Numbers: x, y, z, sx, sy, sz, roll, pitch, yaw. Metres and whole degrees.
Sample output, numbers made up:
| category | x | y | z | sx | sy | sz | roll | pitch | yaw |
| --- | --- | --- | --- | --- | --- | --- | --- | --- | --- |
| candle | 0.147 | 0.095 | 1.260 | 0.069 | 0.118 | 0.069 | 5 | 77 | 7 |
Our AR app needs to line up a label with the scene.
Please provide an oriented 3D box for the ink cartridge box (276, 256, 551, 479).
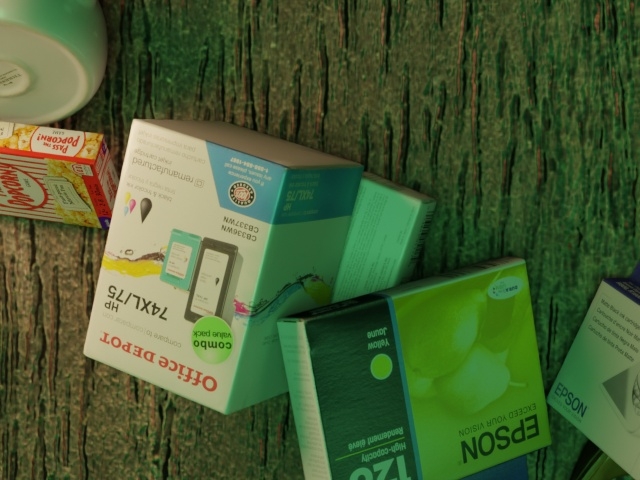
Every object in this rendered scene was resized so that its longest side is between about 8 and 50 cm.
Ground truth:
| category | x | y | z | sx | sy | sz | roll | pitch | yaw |
| --- | --- | --- | --- | --- | --- | --- | --- | --- | --- |
| ink cartridge box | 0.118 | 0.199 | 1.335 | 0.303 | 0.072 | 0.307 | -14 | 96 | -31 |

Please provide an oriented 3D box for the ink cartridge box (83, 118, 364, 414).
| category | x | y | z | sx | sy | sz | roll | pitch | yaw |
| --- | --- | --- | --- | --- | --- | --- | --- | --- | --- |
| ink cartridge box | -0.105 | 0.021 | 1.339 | 0.198 | 0.197 | 0.270 | 18 | 102 | 23 |

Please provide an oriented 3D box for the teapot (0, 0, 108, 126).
| category | x | y | z | sx | sy | sz | roll | pitch | yaw |
| --- | --- | --- | --- | --- | --- | --- | --- | --- | --- |
| teapot | -0.361 | -0.257 | 1.367 | 0.256 | 0.252 | 0.187 | 3 | 61 | -11 |

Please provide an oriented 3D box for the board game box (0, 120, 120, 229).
| category | x | y | z | sx | sy | sz | roll | pitch | yaw |
| --- | --- | --- | --- | --- | --- | --- | --- | --- | --- |
| board game box | -0.336 | -0.078 | 1.411 | 0.193 | 0.147 | 0.045 | 8 | 60 | 8 |

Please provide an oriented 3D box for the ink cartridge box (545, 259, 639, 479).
| category | x | y | z | sx | sy | sz | roll | pitch | yaw |
| --- | --- | --- | --- | --- | --- | --- | --- | --- | --- |
| ink cartridge box | 0.357 | 0.130 | 1.303 | 0.045 | 0.223 | 0.224 | 18 | 102 | -27 |

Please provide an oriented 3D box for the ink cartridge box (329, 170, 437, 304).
| category | x | y | z | sx | sy | sz | roll | pitch | yaw |
| --- | --- | --- | --- | --- | --- | --- | --- | --- | --- |
| ink cartridge box | 0.000 | 0.000 | 1.427 | 0.232 | 0.066 | 0.189 | 24 | 103 | 26 |

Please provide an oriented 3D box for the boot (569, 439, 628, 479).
| category | x | y | z | sx | sy | sz | roll | pitch | yaw |
| --- | --- | --- | --- | --- | --- | --- | --- | --- | --- |
| boot | 0.393 | 0.259 | 1.387 | 0.152 | 0.073 | 0.197 | 38 | 105 | -3 |
